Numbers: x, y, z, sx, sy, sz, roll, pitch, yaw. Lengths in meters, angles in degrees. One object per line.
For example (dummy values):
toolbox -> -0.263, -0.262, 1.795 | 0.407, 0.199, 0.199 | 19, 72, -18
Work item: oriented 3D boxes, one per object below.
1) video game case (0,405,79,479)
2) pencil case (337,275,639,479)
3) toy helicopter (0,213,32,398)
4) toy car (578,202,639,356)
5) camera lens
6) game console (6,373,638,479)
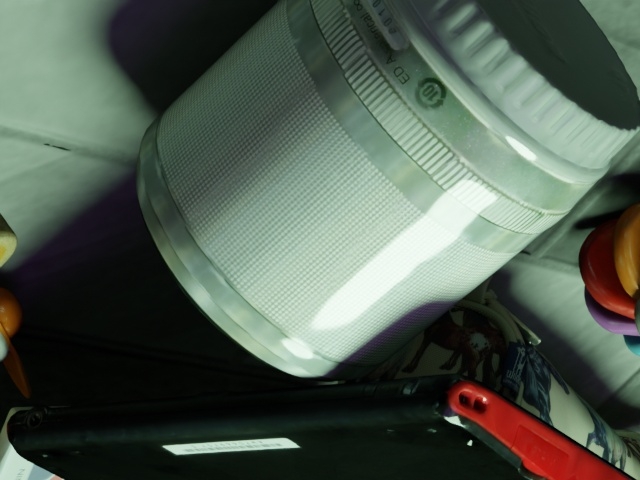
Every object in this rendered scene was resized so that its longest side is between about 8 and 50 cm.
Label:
video game case -> -0.182, 0.205, 1.412 | 0.201, 0.023, 0.183 | 3, 124, -40
pencil case -> 0.180, 0.182, 1.552 | 0.183, 0.160, 0.410 | -55, 140, -4
toy helicopter -> -0.275, 0.070, 1.211 | 0.235, 0.140, 0.355 | -23, 165, -39
toy car -> 0.278, 0.037, 1.456 | 0.136, 0.159, 0.182 | 6, 150, 23
camera lens -> 0.036, -0.060, 1.139 | 0.274, 0.219, 0.219 | -41, 138, 25
game console -> 0.019, 0.173, 1.297 | 0.386, 0.060, 0.342 | -9, 149, 33
